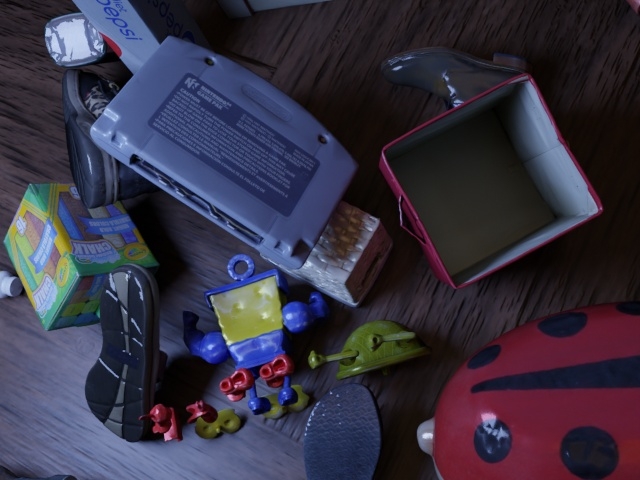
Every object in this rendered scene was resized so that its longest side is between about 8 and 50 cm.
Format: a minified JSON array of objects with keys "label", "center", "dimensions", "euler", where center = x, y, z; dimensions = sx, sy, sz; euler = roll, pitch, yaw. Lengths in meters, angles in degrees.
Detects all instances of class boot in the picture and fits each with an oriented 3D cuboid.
[{"label":"boot","center":[0.190,-0.211,0.996],"dimensions":[0.220,0.082,0.106],"euler":[5,71,12]},{"label":"boot","center":[-0.223,-0.165,1.022],"dimensions":[0.285,0.138,0.377],"euler":[-7,26,-21]}]

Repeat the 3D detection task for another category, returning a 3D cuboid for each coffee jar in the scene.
[{"label":"coffee jar","center":[-0.353,-0.322,1.108],"dimensions":[0.096,0.184,0.079],"euler":[-9,106,9]}]

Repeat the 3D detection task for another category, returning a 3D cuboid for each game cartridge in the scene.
[{"label":"game cartridge","center":[-0.104,-0.118,0.867],"dimensions":[0.294,0.060,0.196],"euler":[34,63,-8]}]

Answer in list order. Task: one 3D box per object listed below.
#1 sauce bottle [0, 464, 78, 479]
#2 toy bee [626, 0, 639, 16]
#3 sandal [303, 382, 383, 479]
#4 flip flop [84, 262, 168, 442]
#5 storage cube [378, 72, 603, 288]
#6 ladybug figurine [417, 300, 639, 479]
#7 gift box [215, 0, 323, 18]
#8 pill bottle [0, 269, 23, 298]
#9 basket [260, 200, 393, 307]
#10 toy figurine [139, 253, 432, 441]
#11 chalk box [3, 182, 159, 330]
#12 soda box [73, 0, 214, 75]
[{"label":"sauce bottle","center":[-0.498,0.359,0.945],"dimensions":[0.345,0.111,0.111],"euler":[-6,71,12]},{"label":"toy bee","center":[0.573,-0.401,0.954],"dimensions":[0.299,0.162,0.195],"euler":[-14,76,34]},{"label":"sandal","center":[0.029,0.301,0.864],"dimensions":[0.097,0.054,0.254],"euler":[2,90,12]},{"label":"flip flop","center":[-0.244,0.152,0.922],"dimensions":[0.112,0.080,0.276],"euler":[22,115,24]},{"label":"storage cube","center":[0.193,-0.066,0.862],"dimensions":[0.215,0.193,0.183],"euler":[-28,88,3]},{"label":"ladybug figurine","center":[0.322,0.187,0.747],"dimensions":[0.450,0.161,0.305],"euler":[-12,44,15]},{"label":"gift box","center":[-0.092,-0.519,1.077],"dimensions":[0.258,0.255,0.276],"euler":[-7,76,9]},{"label":"pill bottle","center":[-0.508,0.066,1.081],"dimensions":[0.083,0.043,0.043],"euler":[8,74,15]},{"label":"basket","center":[0.000,0.000,0.956],"dimensions":[0.167,0.103,0.113],"euler":[26,78,20]},{"label":"toy figurine","center":[-0.064,0.098,0.901],"dimensions":[0.363,0.191,0.217],"euler":[-19,64,5]},{"label":"chalk box","center":[-0.330,0.037,0.979],"dimensions":[0.132,0.132,0.213],"euler":[-51,63,31]},{"label":"soda box","center":[-0.257,-0.319,1.022],"dimensions":[0.098,0.286,0.091],"euler":[10,73,16]}]
